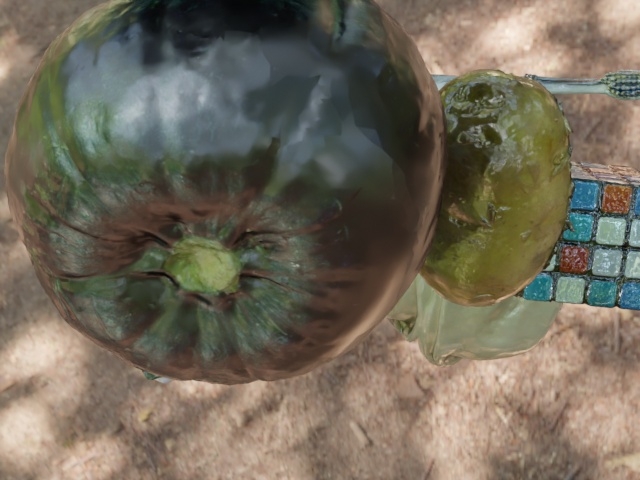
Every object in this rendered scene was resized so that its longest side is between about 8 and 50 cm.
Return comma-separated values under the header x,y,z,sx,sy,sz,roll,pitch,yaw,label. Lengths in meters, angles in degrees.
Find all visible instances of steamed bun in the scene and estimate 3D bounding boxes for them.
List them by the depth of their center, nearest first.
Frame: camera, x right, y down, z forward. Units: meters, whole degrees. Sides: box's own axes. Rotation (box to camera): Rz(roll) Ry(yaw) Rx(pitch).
x,y,z,sx,sy,sz,roll,pitch,yaw,label
0.203,0.040,1.691,0.255,0.342,0.367,-22,65,-14,steamed bun

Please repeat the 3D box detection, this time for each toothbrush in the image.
x,y,z,sx,sy,sz,roll,pitch,yaw,label
0.202,-0.187,1.267,0.413,0.042,0.035,3,84,26,toothbrush

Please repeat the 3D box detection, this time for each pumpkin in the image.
x,y,z,sx,sy,sz,roll,pitch,yaw,label
-0.060,-0.048,0.732,0.315,0.315,0.238,-6,43,5,pumpkin

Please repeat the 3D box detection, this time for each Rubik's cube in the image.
x,y,z,sx,sy,sz,roll,pitch,yaw,label
0.309,-0.012,1.250,0.154,0.151,0.155,5,12,2,Rubik's cube

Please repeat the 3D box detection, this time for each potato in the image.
x,y,z,sx,sy,sz,roll,pitch,yaw,label
0.123,-0.039,0.861,0.164,0.200,0.081,24,27,33,potato

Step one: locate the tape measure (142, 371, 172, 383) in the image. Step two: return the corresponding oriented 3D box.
x,y,z,sx,sy,sz,roll,pitch,yaw,label
-0.159,0.128,1.380,0.178,0.105,0.196,-19,4,-13,tape measure
